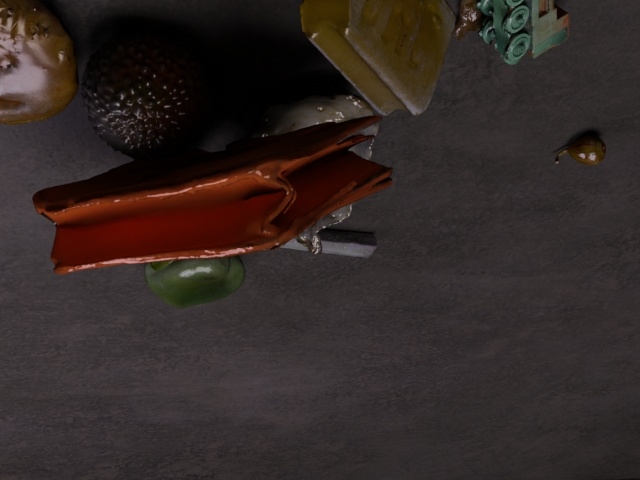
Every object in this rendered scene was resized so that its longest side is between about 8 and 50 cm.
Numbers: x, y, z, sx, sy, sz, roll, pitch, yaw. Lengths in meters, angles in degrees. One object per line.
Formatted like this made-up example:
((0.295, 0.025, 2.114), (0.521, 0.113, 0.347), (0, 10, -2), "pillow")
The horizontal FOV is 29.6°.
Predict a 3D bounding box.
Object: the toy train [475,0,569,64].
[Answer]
((0.263, -0.313, 1.565), (0.118, 0.074, 0.176), (-32, 141, -18), "toy train")

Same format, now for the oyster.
((-0.046, -0.103, 1.817), (0.204, 0.111, 0.396), (15, 145, -8), "oyster")

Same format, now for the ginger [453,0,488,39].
((0.206, -0.299, 1.616), (0.048, 0.030, 0.097), (-7, 148, -11), "ginger")

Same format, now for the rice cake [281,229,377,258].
((0.000, 0.000, 2.046), (0.207, 0.036, 0.047), (6, 133, -26), "rice cake")

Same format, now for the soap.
((0.067, -0.276, 1.474), (0.080, 0.160, 0.257), (9, 164, 33), "soap")

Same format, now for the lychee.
((-0.216, -0.181, 1.545), (0.165, 0.165, 0.197), (-30, 166, 29), "lychee")

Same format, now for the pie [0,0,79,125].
((-0.424, -0.219, 1.505), (0.273, 0.069, 0.273), (-5, 148, -3), "pie")

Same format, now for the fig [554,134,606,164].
((0.414, -0.141, 1.938), (0.083, 0.050, 0.050), (-12, 153, 29), "fig")

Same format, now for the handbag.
((-0.144, -0.065, 1.579), (0.410, 0.116, 0.303), (-7, -165, 33), "handbag")

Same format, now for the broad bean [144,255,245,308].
((-0.211, 0.051, 2.002), (0.169, 0.100, 0.228), (-8, 152, 8), "broad bean")
